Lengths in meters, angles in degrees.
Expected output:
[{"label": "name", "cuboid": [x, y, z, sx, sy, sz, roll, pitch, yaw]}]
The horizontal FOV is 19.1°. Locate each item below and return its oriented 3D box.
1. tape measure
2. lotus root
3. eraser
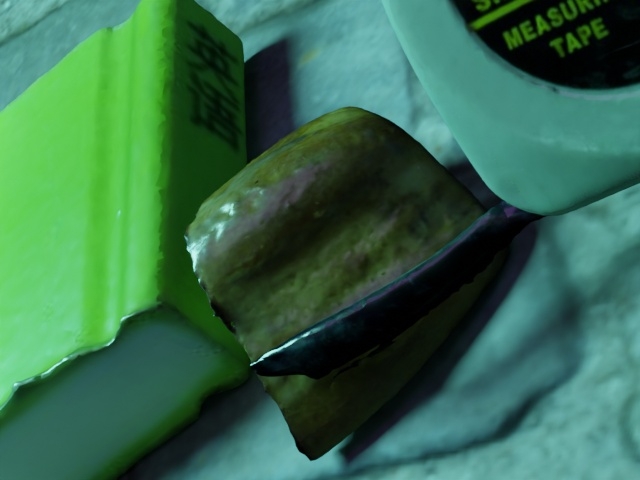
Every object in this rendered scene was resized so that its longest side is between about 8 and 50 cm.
[{"label": "tape measure", "cuboid": [0.076, -0.092, 0.781, 0.351, 0.215, 0.098, -27, 1, 30]}, {"label": "lotus root", "cuboid": [0.004, -0.001, 0.895, 0.135, 0.095, 0.159, -42, 40, 12]}, {"label": "eraser", "cuboid": [-0.132, 0.010, 1.059, 0.210, 0.092, 0.274, -36, 35, 25]}]
